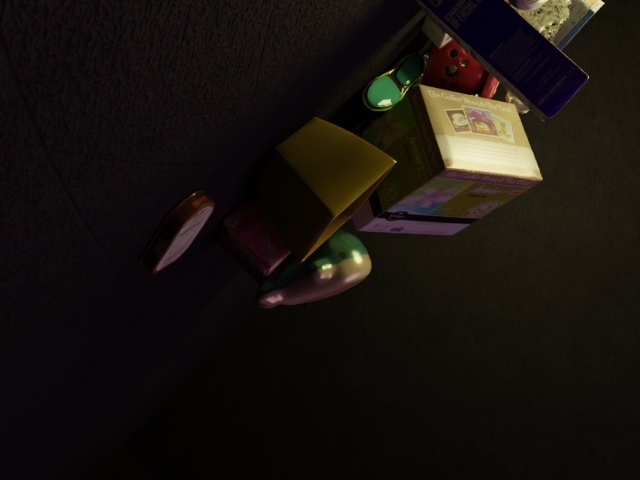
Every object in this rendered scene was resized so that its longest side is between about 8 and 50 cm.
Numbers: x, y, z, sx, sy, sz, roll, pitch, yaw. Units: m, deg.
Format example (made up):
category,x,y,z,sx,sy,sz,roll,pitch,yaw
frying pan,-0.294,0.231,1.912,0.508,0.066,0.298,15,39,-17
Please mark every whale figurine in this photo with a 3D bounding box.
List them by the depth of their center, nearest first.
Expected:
category,x,y,z,sx,sy,sz,roll,pitch,yaw
whale figurine,-0.026,0.064,1.601,0.272,0.141,0.216,-19,171,-8

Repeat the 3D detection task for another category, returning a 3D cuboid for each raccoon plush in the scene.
category,x,y,z,sx,sy,sz,roll,pitch,yaw
raccoon plush,0.488,-0.513,1.926,0.299,0.216,0.446,115,-3,-76

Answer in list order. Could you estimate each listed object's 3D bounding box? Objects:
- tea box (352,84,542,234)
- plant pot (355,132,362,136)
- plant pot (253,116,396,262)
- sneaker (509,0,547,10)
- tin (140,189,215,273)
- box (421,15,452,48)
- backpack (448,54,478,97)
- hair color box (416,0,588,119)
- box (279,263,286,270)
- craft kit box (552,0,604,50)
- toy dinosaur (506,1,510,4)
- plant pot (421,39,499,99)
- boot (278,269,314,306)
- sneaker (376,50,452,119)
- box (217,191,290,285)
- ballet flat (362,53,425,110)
category,x,y,z,sx,sy,sz,roll,pitch,yaw
tea box,0.276,-0.175,1.705,0.329,0.220,0.323,1,155,-36
plant pot,0.121,-0.250,2.038,0.134,0.095,0.134,-44,175,-5
plant pot,-0.011,-0.118,1.458,0.212,0.187,0.212,-43,175,-32
sneaker,0.369,-0.512,1.356,0.152,0.114,0.305,-39,-150,44
tin,-0.247,-0.013,1.243,0.190,0.040,0.106,-49,178,39
box,0.366,-0.550,1.592,0.324,0.067,0.063,-38,170,-13
backpack,0.362,-0.385,2.290,0.290,0.273,0.355,-51,-171,-12
hair color box,0.339,-0.376,1.353,0.110,0.339,0.185,-49,174,15
box,-0.041,-0.053,1.883,0.270,0.165,0.143,-46,176,4
craft kit box,0.640,-0.671,2.044,0.061,0.246,0.250,-47,177,-20
toy dinosaur,0.402,-0.552,1.802,0.064,0.112,0.211,-37,164,-37
plant pot,0.351,-0.434,1.697,0.191,0.174,0.191,20,90,-83
boot,-0.001,0.002,2.120,0.348,0.260,0.131,-44,175,-14
sneaker,0.244,-0.404,1.891,0.300,0.111,0.121,-41,-168,-38
box,-0.073,-0.060,1.630,0.300,0.154,0.142,-44,175,-23
ballet flat,0.161,-0.356,1.662,0.231,0.077,0.077,-45,-169,-32
